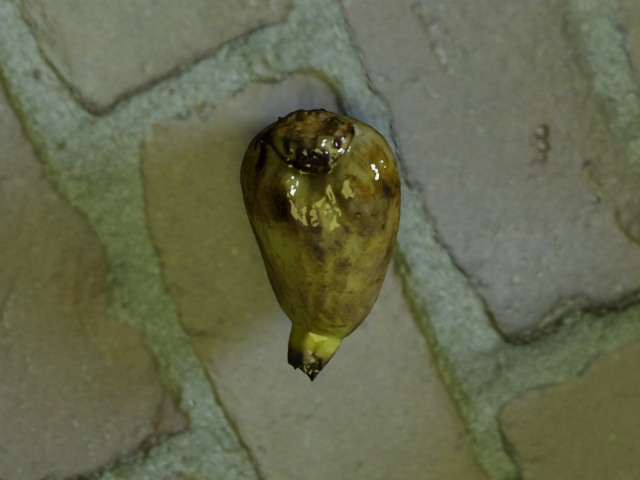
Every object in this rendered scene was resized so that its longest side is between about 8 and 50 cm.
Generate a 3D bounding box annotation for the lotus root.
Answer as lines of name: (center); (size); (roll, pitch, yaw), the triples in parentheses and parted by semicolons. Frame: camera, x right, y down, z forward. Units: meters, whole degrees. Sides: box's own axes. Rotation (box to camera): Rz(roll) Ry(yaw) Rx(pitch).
lotus root: (0.000, 0.000, 1.264); (0.108, 0.094, 0.190); (12, 123, 21)
